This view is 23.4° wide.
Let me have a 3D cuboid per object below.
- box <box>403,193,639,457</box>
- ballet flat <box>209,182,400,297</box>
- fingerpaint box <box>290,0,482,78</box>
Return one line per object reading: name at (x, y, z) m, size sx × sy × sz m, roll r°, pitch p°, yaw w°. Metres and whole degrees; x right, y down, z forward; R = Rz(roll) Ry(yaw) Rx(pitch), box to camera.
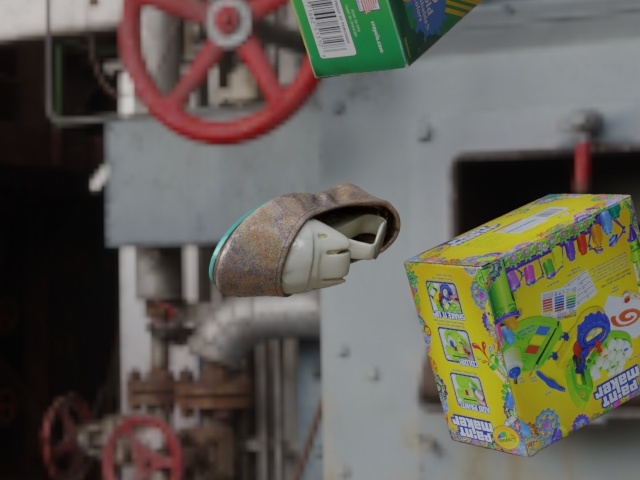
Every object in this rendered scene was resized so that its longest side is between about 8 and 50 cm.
box at (0.309, 0.111, 2.173) m, size 0.290 × 0.279 × 0.177 m, roll -23°, pitch 14°, yaw -31°
ballet flat at (0.000, 0.000, 1.672) m, size 0.106 × 0.108 × 0.316 m, roll 21°, pitch 24°, yaw 22°
fingerpaint box at (0.080, -0.496, 2.049) m, size 0.163 × 0.445 × 0.371 m, roll -2°, pitch 28°, yaw 35°
